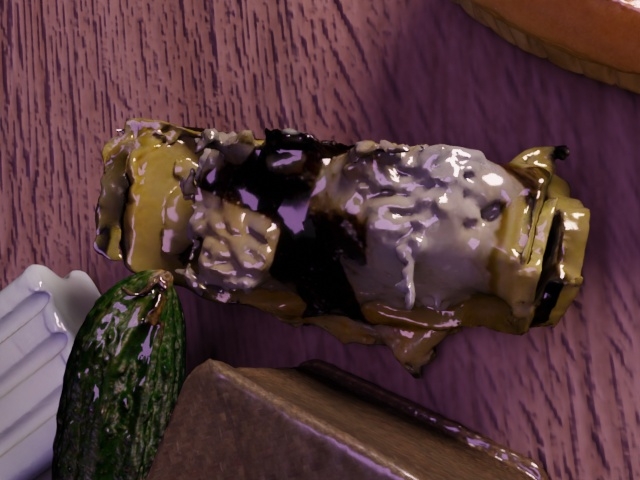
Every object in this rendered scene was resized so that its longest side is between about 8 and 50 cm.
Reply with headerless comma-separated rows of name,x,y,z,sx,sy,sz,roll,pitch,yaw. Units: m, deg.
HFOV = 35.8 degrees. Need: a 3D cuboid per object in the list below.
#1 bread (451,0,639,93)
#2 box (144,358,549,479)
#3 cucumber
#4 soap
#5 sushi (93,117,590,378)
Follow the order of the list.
bread,0.168,-0.159,0.537,0.236,0.106,0.140,28,92,22
box,-0.013,0.218,0.542,0.184,0.143,0.273,24,94,23
cucumber,-0.124,0.139,0.590,0.077,0.077,0.265,14,111,23
soap,-0.223,0.120,0.677,0.198,0.066,0.119,-36,70,14
sushi,0.003,0.001,0.572,0.291,0.131,0.139,7,84,15
